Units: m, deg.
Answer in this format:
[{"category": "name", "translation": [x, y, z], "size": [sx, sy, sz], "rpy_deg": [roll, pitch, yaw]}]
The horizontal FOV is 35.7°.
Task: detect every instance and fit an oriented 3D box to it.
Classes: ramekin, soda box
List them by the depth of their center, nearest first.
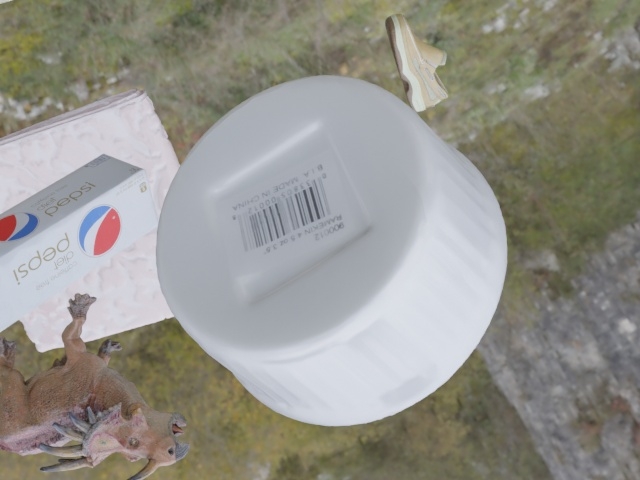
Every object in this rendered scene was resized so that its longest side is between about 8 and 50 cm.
[{"category": "ramekin", "translation": [0.000, 0.000, 0.815], "size": [0.277, 0.277, 0.135], "rpy_deg": [-31, 146, 11]}, {"category": "soda box", "translation": [-0.264, 0.000, 0.975], "size": [0.216, 0.069, 0.073], "rpy_deg": [-38, 134, -35]}]

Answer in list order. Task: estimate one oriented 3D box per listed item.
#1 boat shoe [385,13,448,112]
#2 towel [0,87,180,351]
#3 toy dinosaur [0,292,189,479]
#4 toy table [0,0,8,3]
[{"category": "boat shoe", "translation": [0.145, -0.262, 1.430], "size": [0.072, 0.068, 0.190], "rpy_deg": [-15, 150, 10]}, {"category": "towel", "translation": [-0.323, -0.016, 1.391], "size": [0.317, 0.053, 0.331], "rpy_deg": [-17, 117, 9]}, {"category": "toy dinosaur", "translation": [-0.299, 0.196, 1.128], "size": [0.296, 0.200, 0.127], "rpy_deg": [-23, 141, 27]}, {"category": "toy table", "translation": [-0.340, -0.222, 0.720], "size": [0.274, 0.252, 0.160], "rpy_deg": [2, 135, 38]}]
